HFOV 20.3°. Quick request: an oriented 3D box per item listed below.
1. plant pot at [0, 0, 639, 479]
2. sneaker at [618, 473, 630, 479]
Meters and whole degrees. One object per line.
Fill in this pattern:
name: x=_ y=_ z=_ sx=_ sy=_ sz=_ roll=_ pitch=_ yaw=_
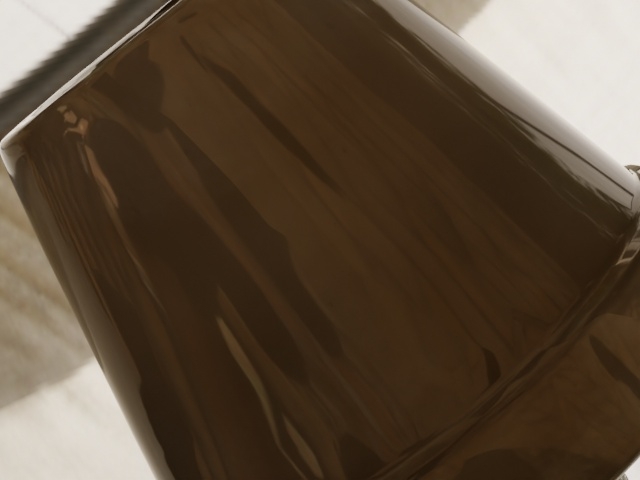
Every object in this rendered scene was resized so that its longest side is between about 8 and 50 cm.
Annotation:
plant pot: x=0.000 y=0.000 z=0.901 sx=0.323 sy=0.323 sz=0.280 roll=-42 pitch=-80 yaw=-19
sneaker: x=0.081 y=0.153 z=0.945 sx=0.240 sy=0.126 sz=0.091 roll=31 pitch=-123 yaw=-13
